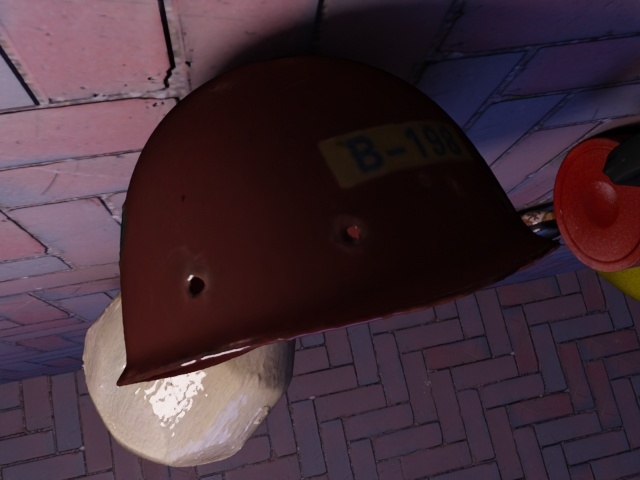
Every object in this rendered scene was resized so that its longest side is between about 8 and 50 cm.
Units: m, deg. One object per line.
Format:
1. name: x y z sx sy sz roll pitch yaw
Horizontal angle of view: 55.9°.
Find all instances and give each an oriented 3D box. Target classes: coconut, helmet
1. coconut: -0.239 0.220 1.066 0.360 0.346 0.346 -49 162 3
2. helmet: -0.005 -0.033 0.513 0.385 0.230 0.338 -14 172 -33

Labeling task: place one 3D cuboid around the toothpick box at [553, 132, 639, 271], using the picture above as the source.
1. toothpick box: 0.563 -0.074 0.931 0.334 0.204 0.204 -9 167 -16

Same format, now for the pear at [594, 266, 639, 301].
1. pear: 0.683 0.001 1.189 0.295 0.294 0.294 -12 167 -3

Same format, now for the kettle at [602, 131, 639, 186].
1. kettle: 0.511 -0.144 0.658 0.308 0.203 0.262 -2 -170 -26

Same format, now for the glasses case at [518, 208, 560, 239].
1. glasses case: 0.398 -0.001 1.361 0.122 0.082 0.321 2 162 -44
